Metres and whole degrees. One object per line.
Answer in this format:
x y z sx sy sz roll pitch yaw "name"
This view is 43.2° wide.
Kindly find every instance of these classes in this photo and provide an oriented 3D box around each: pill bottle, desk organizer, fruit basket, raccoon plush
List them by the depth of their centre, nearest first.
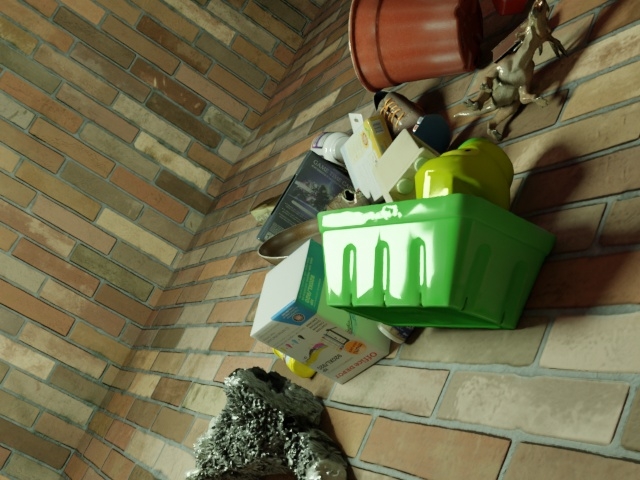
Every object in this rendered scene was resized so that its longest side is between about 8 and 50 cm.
0.206 -0.038 1.386 0.392 0.283 0.392 -26 54 42 "fruit basket"
0.166 0.132 1.542 0.120 0.067 0.067 -54 19 10 "pill bottle"
-0.138 0.453 1.609 0.299 0.216 0.446 -63 18 9 "raccoon plush"
0.443 -0.436 1.792 0.130 0.047 0.050 -40 27 41 "desk organizer"
0.048 -0.273 2.425 0.108 0.108 0.193 -58 19 -3 "pill bottle"

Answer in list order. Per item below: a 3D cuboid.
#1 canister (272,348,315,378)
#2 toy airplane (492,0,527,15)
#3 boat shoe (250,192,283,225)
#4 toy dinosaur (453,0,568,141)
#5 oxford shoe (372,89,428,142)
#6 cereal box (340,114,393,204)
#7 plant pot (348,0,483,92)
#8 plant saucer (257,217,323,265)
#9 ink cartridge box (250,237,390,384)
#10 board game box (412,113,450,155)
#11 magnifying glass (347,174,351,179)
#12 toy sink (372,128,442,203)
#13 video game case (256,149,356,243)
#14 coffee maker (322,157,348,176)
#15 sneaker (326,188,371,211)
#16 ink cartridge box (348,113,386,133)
-0.044 0.240 1.888 0.126 0.073 0.170 -58 20 -1 "canister"
0.424 -0.759 1.827 0.384 0.386 0.272 -52 31 12 "toy airplane"
-0.133 -0.097 2.659 0.104 0.089 0.285 -37 13 -24 "boat shoe"
0.396 -0.334 1.647 0.200 0.127 0.295 -59 5 -29 "toy dinosaur"
0.202 -0.292 2.028 0.130 0.133 0.363 -53 19 12 "oxford shoe"
0.124 -0.184 1.950 0.047 0.173 0.240 -19 -5 -16 "cereal box"
0.246 -0.507 1.988 0.265 0.272 0.272 2 54 28 "plant pot"
0.000 0.000 1.984 0.310 0.050 0.310 -17 14 4 "plant saucer"
0.011 0.149 1.646 0.171 0.233 0.168 -40 27 41 "ink cartridge box"
0.227 -0.209 1.834 0.033 0.133 0.168 32 89 41 "board game box"
0.132 -0.226 2.216 0.231 0.026 0.092 -42 65 54 "magnifying glass"
0.219 -0.117 1.677 0.131 0.153 0.234 -51 19 16 "toy sink"
-0.025 -0.074 2.152 0.274 0.196 0.026 -60 30 -7 "video game case"
0.007 -0.136 2.280 0.171 0.120 0.178 37 107 55 "coffee maker"
0.070 -0.099 2.030 0.066 0.071 0.188 -23 17 -25 "sneaker"
0.136 -0.243 2.047 0.061 0.181 0.104 -20 15 -12 "ink cartridge box"
